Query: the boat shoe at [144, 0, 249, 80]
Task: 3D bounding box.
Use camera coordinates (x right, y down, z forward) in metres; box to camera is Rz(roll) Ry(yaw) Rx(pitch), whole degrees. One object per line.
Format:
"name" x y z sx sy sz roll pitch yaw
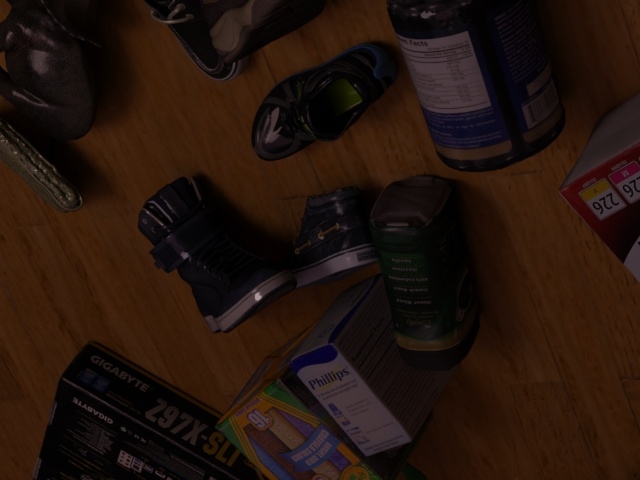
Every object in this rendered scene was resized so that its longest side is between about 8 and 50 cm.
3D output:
"boat shoe" -0.141 -0.240 1.656 0.078 0.070 0.219 -9 119 35

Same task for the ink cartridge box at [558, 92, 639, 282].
"ink cartridge box" 0.411 -0.043 1.445 0.272 0.130 0.309 46 133 -11

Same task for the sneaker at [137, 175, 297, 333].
"sneaker" -0.111 0.009 1.773 0.163 0.086 0.226 59 160 -3

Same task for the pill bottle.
"pill bottle" 0.130 -0.180 1.508 0.123 0.123 0.219 -3 122 32

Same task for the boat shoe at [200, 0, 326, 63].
"boat shoe" -0.046 -0.256 1.481 0.130 0.132 0.355 59 158 -1

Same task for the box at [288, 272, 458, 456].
"box" 0.056 0.129 1.791 0.072 0.126 0.137 -26 108 43

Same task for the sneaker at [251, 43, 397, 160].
"sneaker" -0.008 -0.127 1.661 0.188 0.078 0.067 -28 107 42

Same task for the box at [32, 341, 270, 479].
"box" -0.187 0.297 2.102 0.322 0.079 0.257 29 136 8

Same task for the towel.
"towel" -0.321 -0.084 1.881 0.148 0.027 0.110 44 168 -11

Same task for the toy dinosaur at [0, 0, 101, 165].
"toy dinosaur" -0.282 -0.173 1.760 0.160 0.121 0.313 30 131 26

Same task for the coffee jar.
"coffee jar" 0.105 0.036 1.709 0.079 0.096 0.184 1 124 23

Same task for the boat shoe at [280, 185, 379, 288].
"boat shoe" 0.000 0.000 1.776 0.183 0.065 0.083 -23 79 57

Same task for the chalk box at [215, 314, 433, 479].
"chalk box" 0.022 0.211 1.872 0.213 0.132 0.132 46 133 -7
